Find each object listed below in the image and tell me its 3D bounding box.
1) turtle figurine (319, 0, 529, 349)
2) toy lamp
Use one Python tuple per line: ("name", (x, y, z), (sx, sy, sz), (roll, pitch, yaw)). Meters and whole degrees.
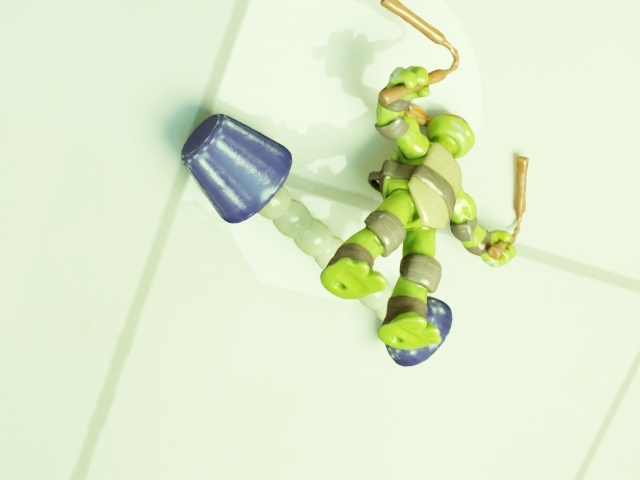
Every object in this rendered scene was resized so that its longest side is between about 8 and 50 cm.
("turtle figurine", (0.073, -0.039, 0.768), (0.269, 0.087, 0.217), (55, 49, -38))
("toy lamp", (0.000, 0.000, 0.798), (0.275, 0.080, 0.080), (40, 96, -27))
